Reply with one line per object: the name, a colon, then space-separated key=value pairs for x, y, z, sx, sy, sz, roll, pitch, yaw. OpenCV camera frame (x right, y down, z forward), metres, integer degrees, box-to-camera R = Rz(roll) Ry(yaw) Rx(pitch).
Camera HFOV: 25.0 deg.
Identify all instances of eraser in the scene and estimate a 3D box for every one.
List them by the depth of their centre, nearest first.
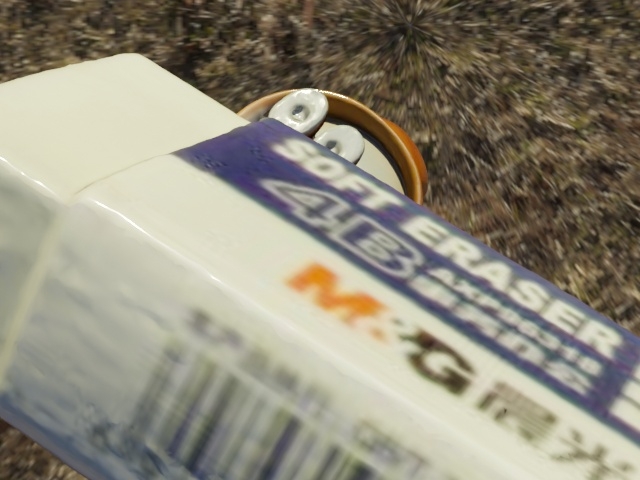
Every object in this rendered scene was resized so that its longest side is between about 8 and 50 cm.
eraser: x=0.014 y=0.046 z=0.426 sx=0.279 sy=0.124 sz=0.081 roll=32 pitch=116 yaw=13

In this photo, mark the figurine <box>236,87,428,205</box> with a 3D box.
figurine: x=-0.008 y=0.003 z=0.905 sx=0.143 sy=0.143 sz=0.271 roll=21 pitch=143 yaw=0
